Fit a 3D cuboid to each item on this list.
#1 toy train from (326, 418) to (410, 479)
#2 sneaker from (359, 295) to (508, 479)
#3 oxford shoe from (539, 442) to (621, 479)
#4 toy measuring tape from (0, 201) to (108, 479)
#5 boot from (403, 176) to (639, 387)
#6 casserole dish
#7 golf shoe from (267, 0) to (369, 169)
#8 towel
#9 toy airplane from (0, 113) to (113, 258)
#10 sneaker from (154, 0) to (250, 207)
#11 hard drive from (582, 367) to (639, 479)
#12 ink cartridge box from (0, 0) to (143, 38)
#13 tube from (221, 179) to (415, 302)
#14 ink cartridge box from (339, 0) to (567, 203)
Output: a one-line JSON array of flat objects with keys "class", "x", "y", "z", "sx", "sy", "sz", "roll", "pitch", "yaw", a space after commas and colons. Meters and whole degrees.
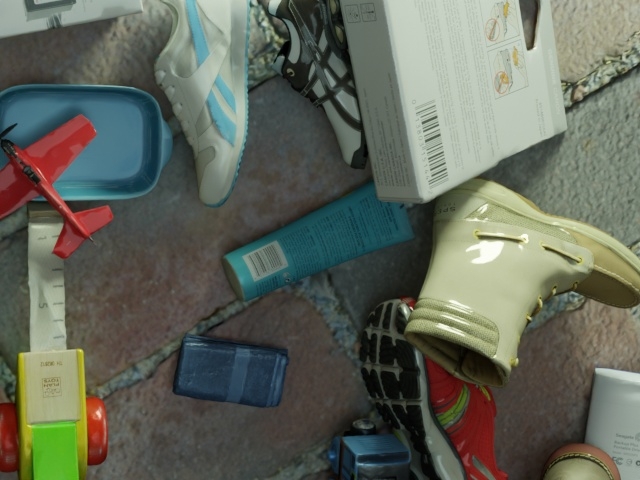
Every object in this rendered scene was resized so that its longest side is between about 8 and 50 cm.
[{"class": "toy train", "x": 0.048, "y": 0.289, "z": 1.426, "sx": 0.080, "sy": 0.105, "sz": 0.184, "roll": 0, "pitch": 102, "yaw": -16}, {"class": "sneaker", "x": 0.131, "y": 0.174, "z": 1.444, "sx": 0.118, "sy": 0.107, "sz": 0.279, "roll": -30, "pitch": 113, "yaw": -27}, {"class": "oxford shoe", "x": 0.277, "y": 0.411, "z": 1.478, "sx": 0.123, "sy": 0.130, "sz": 0.348, "roll": -2, "pitch": 98, "yaw": 18}, {"class": "toy measuring tape", "x": -0.274, "y": 0.130, "z": 1.319, "sx": 0.121, "sy": 0.121, "sz": 0.330, "roll": -2, "pitch": 81, "yaw": -16}, {"class": "boot", "x": 0.220, "y": 0.068, "z": 1.382, "sx": 0.262, "sy": 0.095, "sz": 0.203, "roll": 26, "pitch": 61, "yaw": -16}, {"class": "casserole dish", "x": -0.241, "y": -0.098, "z": 1.290, "sx": 0.188, "sy": 0.037, "sz": 0.114, "roll": -1, "pitch": 103, "yaw": -17}, {"class": "golf shoe", "x": 0.001, "y": -0.164, "z": 1.333, "sx": 0.094, "sy": 0.077, "sz": 0.198, "roll": -12, "pitch": 103, "yaw": 3}, {"class": "towel", "x": -0.095, "y": 0.139, "z": 1.391, "sx": 0.119, "sy": 0.029, "sz": 0.067, "roll": 10, "pitch": 100, "yaw": -19}, {"class": "toy airplane", "x": -0.263, "y": -0.045, "z": 1.262, "sx": 0.151, "sy": 0.028, "sz": 0.151, "roll": -4, "pitch": 103, "yaw": -16}, {"class": "sneaker", "x": -0.118, "y": -0.146, "z": 1.295, "sx": 0.092, "sy": 0.087, "sz": 0.229, "roll": -1, "pitch": 96, "yaw": -9}, {"class": "hard drive", "x": 0.400, "y": 0.319, "z": 1.529, "sx": 0.210, "sy": 0.040, "sz": 0.319, "roll": 8, "pitch": 101, "yaw": 8}, {"class": "ink cartridge box", "x": -0.263, "y": -0.227, "z": 1.218, "sx": 0.180, "sy": 0.104, "sz": 0.060, "roll": -13, "pitch": 107, "yaw": -12}, {"class": "tube", "x": 0.000, "y": 0.000, "z": 1.379, "sx": 0.207, "sy": 0.052, "sz": 0.080, "roll": -23, "pitch": 113, "yaw": -15}, {"class": "ink cartridge box", "x": 0.136, "y": -0.216, "z": 1.345, "sx": 0.261, "sy": 0.066, "sz": 0.296, "roll": -25, "pitch": 111, "yaw": -42}]
